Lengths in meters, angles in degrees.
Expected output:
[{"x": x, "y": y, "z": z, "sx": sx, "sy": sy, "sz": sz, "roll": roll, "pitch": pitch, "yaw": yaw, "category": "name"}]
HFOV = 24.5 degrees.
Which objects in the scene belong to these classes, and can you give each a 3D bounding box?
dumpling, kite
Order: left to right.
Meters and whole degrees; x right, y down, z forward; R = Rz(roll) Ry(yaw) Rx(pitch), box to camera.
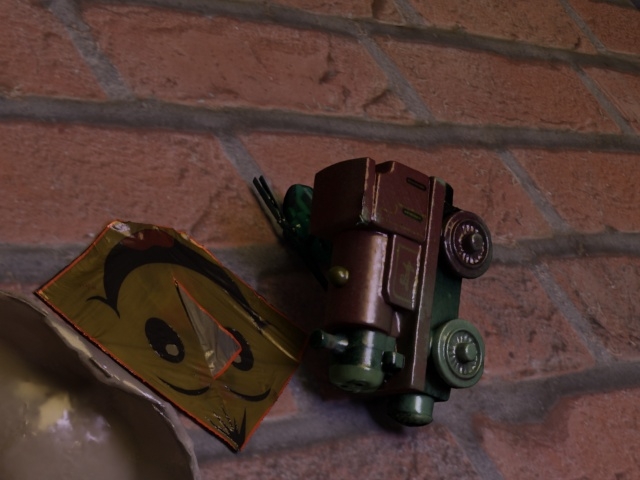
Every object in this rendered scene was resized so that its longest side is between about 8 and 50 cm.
[{"x": -0.248, "y": 0.159, "z": 1.198, "sx": 0.341, "sy": 0.260, "sz": 0.181, "roll": 56, "pitch": 27, "yaw": 16, "category": "dumpling"}, {"x": -0.145, "y": 0.101, "z": 1.637, "sx": 0.377, "sy": 0.013, "sz": 0.327, "roll": 10, "pitch": 43, "yaw": -42, "category": "kite"}]

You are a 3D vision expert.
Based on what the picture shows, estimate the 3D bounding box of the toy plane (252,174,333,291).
[{"x": 0.000, "y": 0.000, "z": 1.885, "sx": 0.096, "sy": 0.060, "sz": 0.235, "roll": -5, "pitch": 49, "yaw": -41, "category": "toy plane"}]

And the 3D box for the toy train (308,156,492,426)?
[{"x": 0.085, "y": 0.059, "z": 1.735, "sx": 0.221, "sy": 0.150, "sz": 0.304, "roll": 20, "pitch": 67, "yaw": -37, "category": "toy train"}]
